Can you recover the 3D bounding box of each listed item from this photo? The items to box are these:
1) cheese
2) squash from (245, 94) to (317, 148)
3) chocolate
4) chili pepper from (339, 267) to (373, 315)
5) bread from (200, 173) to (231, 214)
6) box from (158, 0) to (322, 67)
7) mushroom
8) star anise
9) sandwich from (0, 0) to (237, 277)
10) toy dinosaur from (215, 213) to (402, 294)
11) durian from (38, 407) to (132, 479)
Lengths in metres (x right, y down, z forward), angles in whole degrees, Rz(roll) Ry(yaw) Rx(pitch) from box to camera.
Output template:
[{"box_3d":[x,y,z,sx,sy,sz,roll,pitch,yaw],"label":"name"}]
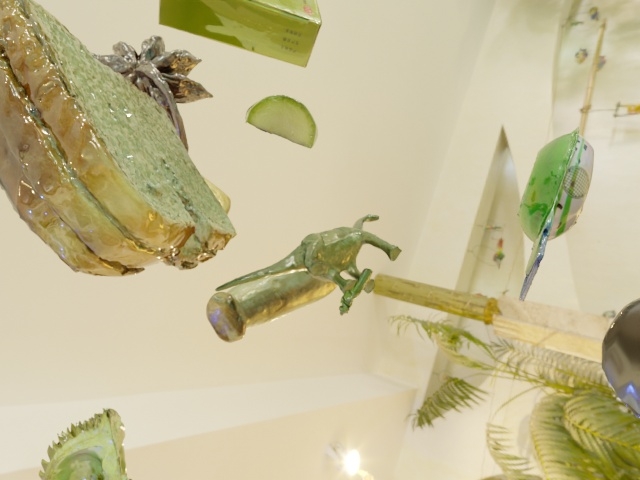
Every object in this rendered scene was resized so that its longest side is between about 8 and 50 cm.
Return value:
[{"box_3d":[0.351,-0.048,0.619,0.320,0.083,0.204,-56,-28,-35],"label":"cheese"},{"box_3d":[-0.080,-0.341,1.035,0.184,0.192,0.085,-79,13,-46],"label":"squash"},{"box_3d":[0.744,0.229,0.815,0.186,0.284,0.283,5,-85,-49],"label":"chocolate"},{"box_3d":[0.051,0.076,0.594,0.022,0.027,0.083,34,-88,-17],"label":"chili pepper"},{"box_3d":[-0.326,-0.103,0.960,0.217,0.098,0.147,43,-131,-7],"label":"bread"},{"box_3d":[-0.101,-0.340,0.526,0.175,0.062,0.260,9,-132,-20],"label":"box"},{"box_3d":[-0.088,0.109,0.822,0.312,0.081,0.100,-19,-71,-44],"label":"mushroom"},{"box_3d":[-0.281,-0.252,0.668,0.209,0.231,0.089,-55,-4,-16],"label":"star anise"},{"box_3d":[-0.210,-0.079,0.428,0.249,0.095,0.273,58,-178,4],"label":"sandwich"},{"box_3d":[0.000,0.000,0.768,0.447,0.301,0.087,-4,-66,-27],"label":"toy dinosaur"},{"box_3d":[-0.406,0.494,0.790,0.163,0.198,0.394,-22,-71,-68],"label":"durian"}]
